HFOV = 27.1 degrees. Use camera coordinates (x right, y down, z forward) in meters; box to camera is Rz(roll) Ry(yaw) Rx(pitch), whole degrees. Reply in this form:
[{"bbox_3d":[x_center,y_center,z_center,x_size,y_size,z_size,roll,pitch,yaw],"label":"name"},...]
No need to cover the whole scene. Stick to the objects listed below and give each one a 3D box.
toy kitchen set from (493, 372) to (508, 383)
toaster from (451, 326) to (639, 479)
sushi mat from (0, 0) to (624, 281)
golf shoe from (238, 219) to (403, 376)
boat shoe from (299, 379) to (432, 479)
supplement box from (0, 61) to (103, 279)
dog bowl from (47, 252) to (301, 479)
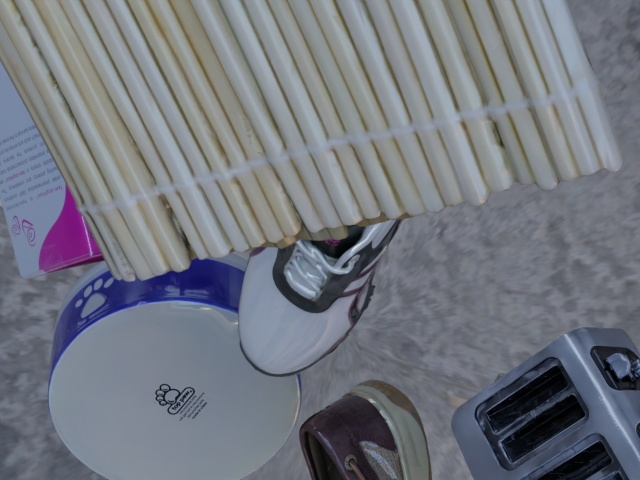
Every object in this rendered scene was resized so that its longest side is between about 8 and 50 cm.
[{"bbox_3d":[0.212,0.193,1.393,0.075,0.068,0.083,4,130,-28],"label":"toy kitchen set"},{"bbox_3d":[0.220,0.185,1.158,0.185,0.110,0.168,-38,62,23],"label":"toaster"},{"bbox_3d":[-0.054,-0.131,0.292,0.151,0.019,0.316,-15,115,25],"label":"sushi mat"},{"bbox_3d":[0.000,0.000,0.996,0.105,0.120,0.273,34,115,8],"label":"golf shoe"},{"bbox_3d":[0.048,0.307,1.232,0.123,0.123,0.342,-22,109,-39],"label":"boat shoe"},{"bbox_3d":[-0.193,-0.092,1.049,0.114,0.111,0.220,-13,89,-42],"label":"supplement box"},{"bbox_3d":[-0.151,0.137,1.398,0.264,0.104,0.265,-3,123,-4],"label":"dog bowl"}]
